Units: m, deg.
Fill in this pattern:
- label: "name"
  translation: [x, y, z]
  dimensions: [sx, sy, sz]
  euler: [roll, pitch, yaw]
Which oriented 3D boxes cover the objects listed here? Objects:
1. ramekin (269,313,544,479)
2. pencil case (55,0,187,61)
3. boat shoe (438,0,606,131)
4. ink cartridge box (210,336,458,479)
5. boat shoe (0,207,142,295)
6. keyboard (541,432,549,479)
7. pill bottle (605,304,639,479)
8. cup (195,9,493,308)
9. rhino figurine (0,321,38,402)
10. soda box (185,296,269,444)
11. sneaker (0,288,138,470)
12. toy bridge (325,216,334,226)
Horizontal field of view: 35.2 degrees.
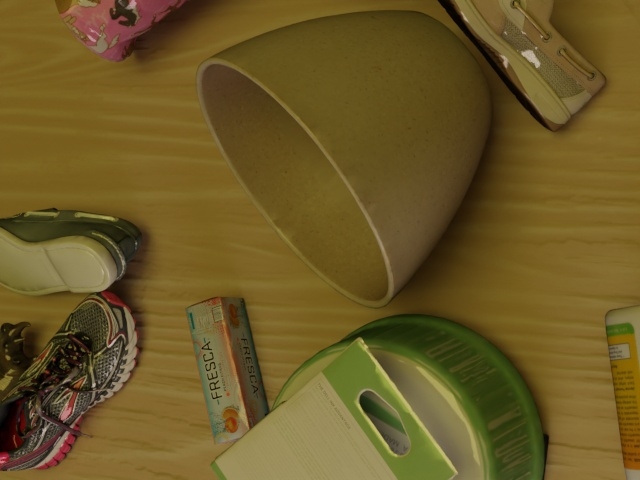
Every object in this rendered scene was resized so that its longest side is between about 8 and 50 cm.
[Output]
- label: "ramekin"
  translation: [0.084, 0.239, 1.129]
  dimensions: [0.303, 0.148, 0.303]
  euler: [0, 91, 27]
- label: "pencil case"
  translation: [-0.180, -0.393, 1.332]
  dimensions: [0.386, 0.167, 0.160]
  euler: [-30, 51, 20]
- label: "boat shoe"
  translation: [0.202, -0.251, 1.095]
  dimensions: [0.098, 0.302, 0.109]
  euler: [-40, 26, 10]
- label: "ink cartridge box"
  translation: [0.016, 0.233, 1.048]
  dimensions: [0.235, 0.056, 0.171]
  euler: [-42, 73, 20]
- label: "boat shoe"
  translation: [-0.386, 0.009, 1.448]
  dimensions: [0.319, 0.099, 0.116]
  euler: [3, 125, 36]
- label: "keyboard"
  translation: [0.175, 0.231, 1.179]
  dimensions: [0.180, 0.023, 0.108]
  euler: [7, 94, 26]
- label: "pill bottle"
  translation: [0.373, 0.185, 1.023]
  dimensions: [0.136, 0.136, 0.246]
  euler: [-9, 81, 25]
- label: "cup"
  translation: [0.052, -0.126, 1.138]
  dimensions: [0.237, 0.331, 0.331]
  euler: [-39, 66, -17]
- label: "rhino figurine"
  translation: [-0.479, 0.215, 1.468]
  dimensions: [0.106, 0.073, 0.243]
  euler: [43, 105, 29]
- label: "soda box"
  translation: [-0.118, 0.166, 1.304]
  dimensions: [0.058, 0.063, 0.183]
  euler: [-19, 76, 24]
- label: "sneaker"
  translation: [-0.357, 0.201, 1.390]
  dimensions: [0.121, 0.112, 0.299]
  euler: [36, 100, 25]
- label: "toy bridge"
  translation: [0.000, 0.000, 1.284]
  dimensions: [0.188, 0.026, 0.063]
  euler: [37, 102, 24]
